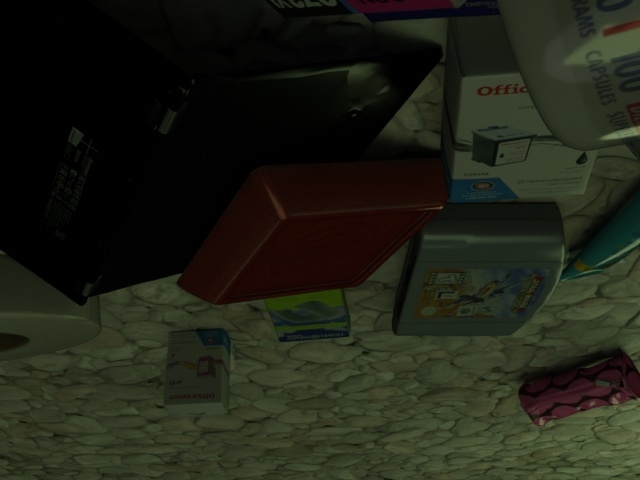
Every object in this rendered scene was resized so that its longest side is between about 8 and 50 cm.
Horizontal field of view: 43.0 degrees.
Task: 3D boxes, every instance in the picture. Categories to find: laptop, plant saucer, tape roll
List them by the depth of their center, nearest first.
[{"bbox_3d":[-0.176,-0.125,0.794,0.408,0.236,0.382,36,140,-5],"label":"laptop"},{"bbox_3d":[0.000,0.000,0.907,0.259,0.047,0.259,-5,155,-32],"label":"plant saucer"},{"bbox_3d":[-0.463,0.097,0.985,0.392,0.072,0.392,-7,166,-2],"label":"tape roll"}]

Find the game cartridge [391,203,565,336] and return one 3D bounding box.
[{"bbox_3d":[0.208,0.050,1.075,0.198,0.062,0.297,3,149,0],"label":"game cartridge"}]

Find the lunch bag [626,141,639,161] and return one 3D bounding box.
[{"bbox_3d":[0.383,-0.121,0.693,0.224,0.108,0.279,-41,147,21],"label":"lunch bag"}]

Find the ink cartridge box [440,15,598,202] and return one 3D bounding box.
[{"bbox_3d":[0.188,-0.122,0.757,0.140,0.082,0.190,-4,150,4],"label":"ink cartridge box"}]

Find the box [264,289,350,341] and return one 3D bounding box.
[{"bbox_3d":[-0.017,0.094,1.144,0.109,0.042,0.178,-5,148,5],"label":"box"}]

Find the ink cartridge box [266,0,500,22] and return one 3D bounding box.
[{"bbox_3d":[-0.022,-0.227,0.519,0.176,0.069,0.371,13,169,46],"label":"ink cartridge box"}]

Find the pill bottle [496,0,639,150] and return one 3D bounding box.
[{"bbox_3d":[0.315,-0.200,0.447,0.408,0.229,0.229,-11,149,29],"label":"pill bottle"}]

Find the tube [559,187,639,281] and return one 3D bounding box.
[{"bbox_3d":[0.366,0.000,1.005,0.080,0.052,0.207,-6,154,-15],"label":"tube"}]

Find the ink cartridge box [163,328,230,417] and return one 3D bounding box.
[{"bbox_3d":[-0.186,0.201,1.233,0.089,0.122,0.052,-5,149,4],"label":"ink cartridge box"}]

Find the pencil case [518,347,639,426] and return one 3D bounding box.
[{"bbox_3d":[0.445,0.260,1.400,0.209,0.095,0.098,-28,175,33],"label":"pencil case"}]
